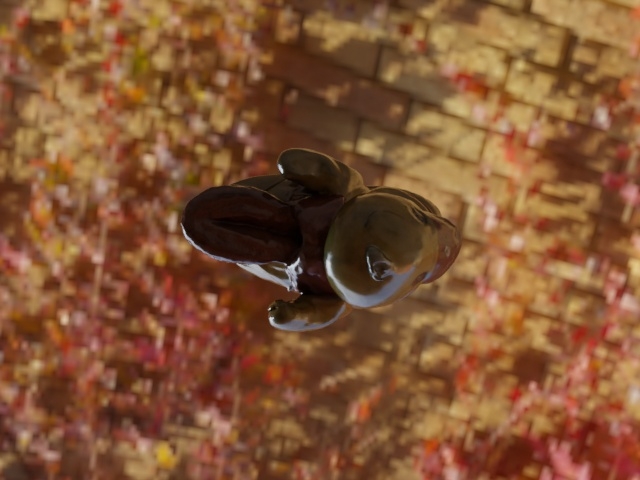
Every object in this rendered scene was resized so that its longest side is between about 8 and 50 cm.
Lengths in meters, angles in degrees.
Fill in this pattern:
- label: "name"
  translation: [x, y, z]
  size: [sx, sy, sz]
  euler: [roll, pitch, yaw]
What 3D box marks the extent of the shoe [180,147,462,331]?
- label: "shoe"
  translation: [-0.002, 0.002, 0.776]
  size: [0.109, 0.072, 0.069]
  euler: [29, -165, 25]
